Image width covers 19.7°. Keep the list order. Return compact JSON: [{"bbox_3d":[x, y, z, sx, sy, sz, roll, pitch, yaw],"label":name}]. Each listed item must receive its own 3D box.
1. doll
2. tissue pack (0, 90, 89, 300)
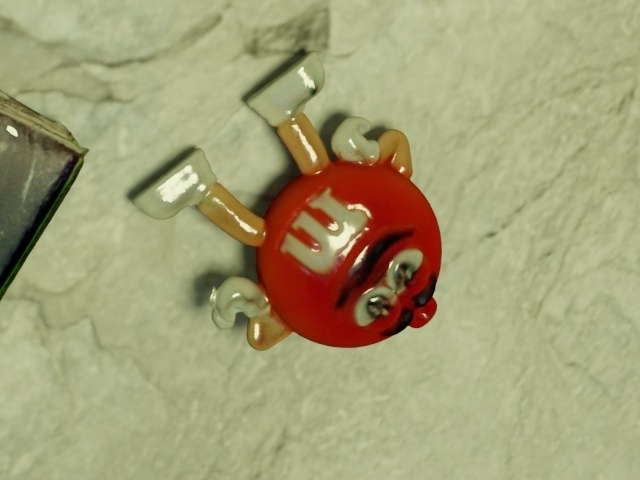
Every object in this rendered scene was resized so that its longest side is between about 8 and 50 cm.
[{"bbox_3d":[0.000,0.000,1.256,0.183,0.085,0.217,-42,113,-1],"label":"doll"},{"bbox_3d":[-0.276,0.000,1.145,0.173,0.073,0.235,26,101,-30],"label":"tissue pack"}]
